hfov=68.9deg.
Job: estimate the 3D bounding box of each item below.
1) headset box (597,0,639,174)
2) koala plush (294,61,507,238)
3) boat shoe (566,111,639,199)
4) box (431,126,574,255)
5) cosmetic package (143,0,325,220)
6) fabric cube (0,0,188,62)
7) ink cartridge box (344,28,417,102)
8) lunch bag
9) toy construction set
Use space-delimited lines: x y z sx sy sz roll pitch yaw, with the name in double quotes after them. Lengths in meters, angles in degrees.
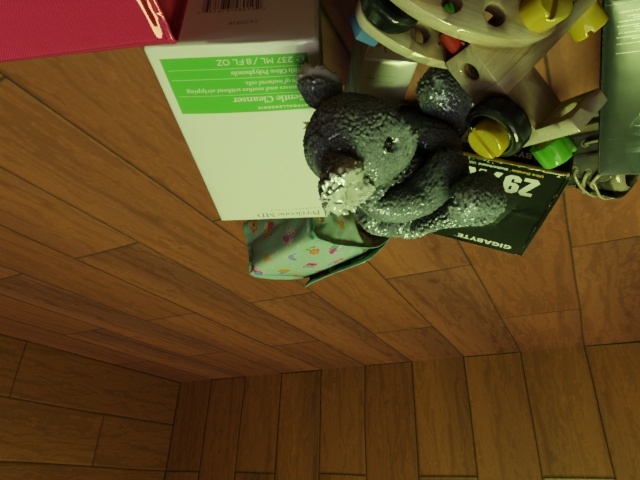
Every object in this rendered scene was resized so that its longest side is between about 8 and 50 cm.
0.459 -0.204 0.528 0.246 0.131 0.283 2 144 32 "headset box"
0.064 -0.096 0.535 0.203 0.196 0.221 -23 159 38 "koala plush"
0.456 -0.140 0.755 0.132 0.130 0.355 24 145 -35 "boat shoe"
0.228 -0.098 0.815 0.322 0.079 0.257 15 153 14 "box"
-0.088 -0.185 0.681 0.197 0.155 0.365 -3 151 3 "cosmetic package"
-0.255 -0.311 0.341 0.258 0.259 0.254 -2 151 8 "fabric cube"
0.078 -0.232 0.620 0.067 0.115 0.198 4 153 -5 "ink cartridge box"
0.000 0.000 1.028 0.223 0.160 0.262 -27 152 37 "lunch bag"
0.211 -0.209 0.403 0.237 0.257 0.309 52 142 -5 "toy construction set"
